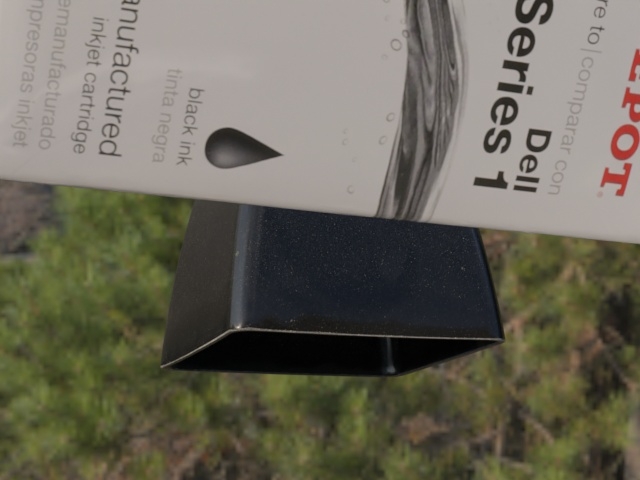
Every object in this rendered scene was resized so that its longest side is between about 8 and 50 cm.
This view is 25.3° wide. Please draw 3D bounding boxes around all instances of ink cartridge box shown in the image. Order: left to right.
[{"bbox_3d":[0.011,-0.093,0.438,0.219,0.160,0.092,5,17,-17],"label":"ink cartridge box"}]

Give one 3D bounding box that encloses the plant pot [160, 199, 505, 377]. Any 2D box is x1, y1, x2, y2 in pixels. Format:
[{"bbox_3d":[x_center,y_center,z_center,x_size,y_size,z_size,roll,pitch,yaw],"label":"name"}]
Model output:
[{"bbox_3d":[0.000,0.000,0.988,0.188,0.167,0.187,3,-14,-20],"label":"plant pot"}]
